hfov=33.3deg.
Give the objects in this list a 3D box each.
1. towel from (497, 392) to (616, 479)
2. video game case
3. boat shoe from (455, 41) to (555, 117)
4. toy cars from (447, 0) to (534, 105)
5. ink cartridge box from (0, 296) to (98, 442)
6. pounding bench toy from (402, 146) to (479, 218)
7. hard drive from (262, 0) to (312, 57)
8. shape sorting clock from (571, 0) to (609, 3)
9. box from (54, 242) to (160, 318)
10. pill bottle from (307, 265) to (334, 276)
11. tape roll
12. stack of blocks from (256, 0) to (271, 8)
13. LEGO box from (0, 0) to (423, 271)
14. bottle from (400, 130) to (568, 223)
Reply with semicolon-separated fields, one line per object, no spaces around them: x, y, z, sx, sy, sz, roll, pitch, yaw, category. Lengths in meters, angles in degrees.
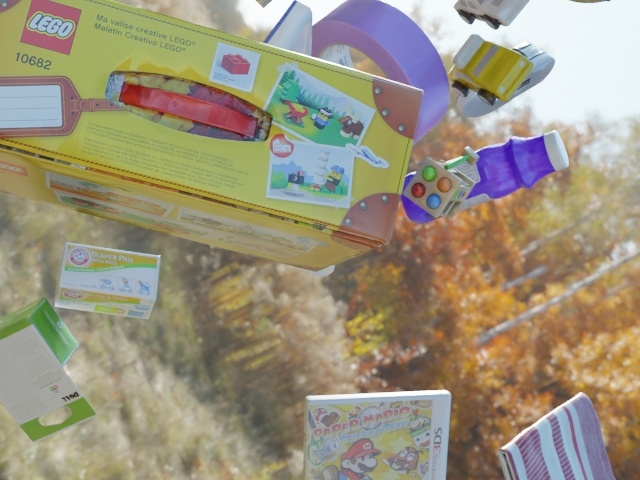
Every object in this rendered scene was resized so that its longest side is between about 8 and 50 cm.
0.413;0.408;1.784;0.329;0.037;0.237;-14;84;-54;towel
0.086;0.335;1.650;0.026;0.227;0.206;-126;-144;-72;video game case
0.360;-0.335;2.163;0.088;0.267;0.096;47;-28;23;boat shoe
0.286;-0.379;1.889;0.087;0.176;0.394;38;41;-27;toy cars
-0.590;0.274;2.232;0.255;0.189;0.097;58;21;-18;ink cartridge box
0.146;-0.074;1.243;0.052;0.083;0.065;38;14;20;pounding bench toy
-0.113;-0.199;1.676;0.040;0.319;0.210;30;-18;9;hard drive
0.457;-0.454;1.686;0.206;0.206;0.040;63;17;-59;shape sorting clock
-0.449;0.086;2.248;0.114;0.203;0.103;121;-26;-59;box
0.000;0.000;1.738;0.065;0.065;0.116;63;21;-43;pill bottle
0.093;-0.288;1.894;0.275;0.090;0.275;34;-30;24;tape roll
-0.113;-0.418;1.345;0.171;0.087;0.297;48;1;3;stack of blocks
-0.178;-0.123;1.320;0.372;0.500;0.193;153;-49;-76;LEGO box
0.277;-0.110;1.824;0.118;0.283;0.092;-15;86;-66;bottle
